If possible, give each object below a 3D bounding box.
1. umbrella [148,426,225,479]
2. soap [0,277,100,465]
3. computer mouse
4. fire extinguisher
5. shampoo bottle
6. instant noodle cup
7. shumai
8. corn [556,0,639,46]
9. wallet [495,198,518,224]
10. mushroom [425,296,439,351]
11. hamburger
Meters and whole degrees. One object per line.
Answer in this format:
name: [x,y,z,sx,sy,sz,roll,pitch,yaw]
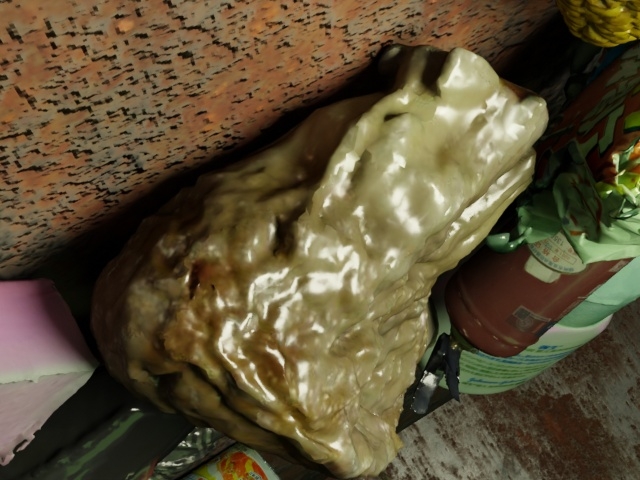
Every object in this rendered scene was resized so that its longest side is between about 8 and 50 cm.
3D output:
umbrella: [-0.181,0.196,0.960,0.336,0.128,0.154,-41,178,7]
soap: [-0.274,0.101,0.558,0.181,0.081,0.259,-41,161,23]
computer mouse: [-0.221,0.182,0.798,0.269,0.100,0.170,-24,170,2]
fire extinguisher: [0.196,0.040,0.948,0.344,0.102,0.138,-48,-161,32]
shampoo bottle: [0.240,0.051,1.149,0.221,0.151,0.349,5,153,-19]
instant noodle cup: [-0.127,0.406,1.553,0.153,0.205,0.205,-39,166,-17]
shumai: [0.001,-0.004,0.701,0.346,0.217,0.283,17,98,-63]
corn: [0.160,-0.181,0.502,0.119,0.119,0.322,-33,167,0]
wallet: [0.261,-0.061,1.170,0.124,0.042,0.230,-23,159,-23]
mushroom: [0.054,0.068,1.021,0.128,0.128,0.350,-32,159,-5]
hamburger: [0.259,-0.079,0.737,0.261,0.150,0.276,-57,-171,-15]
